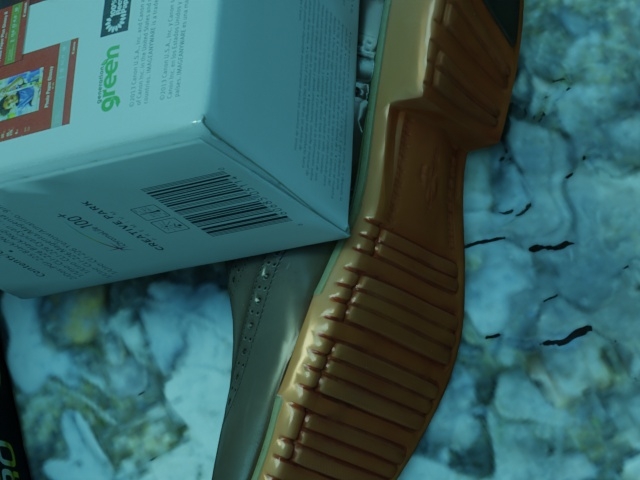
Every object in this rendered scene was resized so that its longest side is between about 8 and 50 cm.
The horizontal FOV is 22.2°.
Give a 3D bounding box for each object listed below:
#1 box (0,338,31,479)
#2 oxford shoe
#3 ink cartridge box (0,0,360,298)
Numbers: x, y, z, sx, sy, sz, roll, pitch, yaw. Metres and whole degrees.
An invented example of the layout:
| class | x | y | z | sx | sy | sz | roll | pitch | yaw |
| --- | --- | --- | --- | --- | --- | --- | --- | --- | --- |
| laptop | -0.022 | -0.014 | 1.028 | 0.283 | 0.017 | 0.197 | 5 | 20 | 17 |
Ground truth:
| class | x | y | z | sx | sy | sz | roll | pitch | yaw |
| --- | --- | --- | --- | --- | --- | --- | --- | --- | --- |
| box | -0.312 | 0.163 | 0.870 | 0.318 | 0.097 | 0.394 | -16 | 74 | 8 |
| oxford shoe | 0.000 | 0.000 | 0.855 | 0.133 | 0.130 | 0.363 | 9 | 75 | 32 |
| ink cartridge box | -0.123 | -0.141 | 0.841 | 0.272 | 0.130 | 0.309 | -10 | 63 | 29 |
